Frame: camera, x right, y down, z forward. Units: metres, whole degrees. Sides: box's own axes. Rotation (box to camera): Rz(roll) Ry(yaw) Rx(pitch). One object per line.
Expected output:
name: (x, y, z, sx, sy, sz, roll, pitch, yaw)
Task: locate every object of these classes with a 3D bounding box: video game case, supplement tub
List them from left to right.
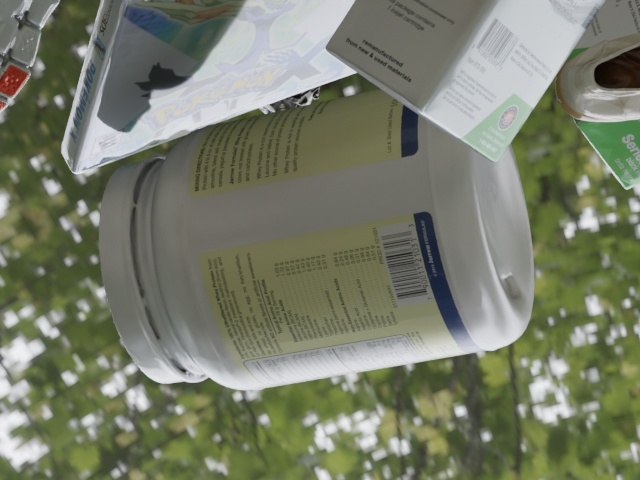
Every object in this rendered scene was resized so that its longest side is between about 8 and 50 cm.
video game case: (-0.053, -0.187, 1.503, 0.329, 0.300, 0.036, -22, -107, -24)
supplement tub: (0.000, 0.000, 1.488, 0.325, 0.235, 0.235, -11, -133, 18)

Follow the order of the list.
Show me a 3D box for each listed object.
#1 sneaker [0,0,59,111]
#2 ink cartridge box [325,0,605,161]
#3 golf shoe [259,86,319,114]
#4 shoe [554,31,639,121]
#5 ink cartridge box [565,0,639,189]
sneaker: (-0.165, -0.114, 0.855, 0.158, 0.061, 0.065, -47, -145, 9)
ink cartridge box: (0.117, -0.172, 1.131, 0.087, 0.153, 0.208, 36, -85, 27)
golf shoe: (-0.020, -0.174, 1.814, 0.077, 0.094, 0.198, -34, -165, -24)
shoe: (0.288, -0.128, 1.313, 0.219, 0.058, 0.076, -9, -103, -12)
ink cartridge box: (0.380, -0.211, 1.696, 0.289, 0.121, 0.211, -27, -140, 20)
